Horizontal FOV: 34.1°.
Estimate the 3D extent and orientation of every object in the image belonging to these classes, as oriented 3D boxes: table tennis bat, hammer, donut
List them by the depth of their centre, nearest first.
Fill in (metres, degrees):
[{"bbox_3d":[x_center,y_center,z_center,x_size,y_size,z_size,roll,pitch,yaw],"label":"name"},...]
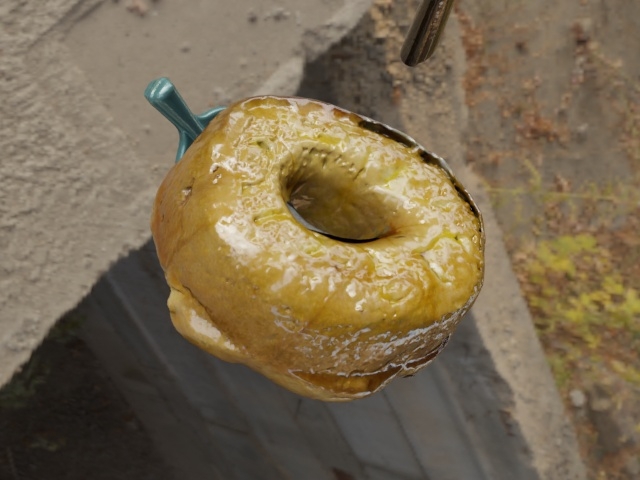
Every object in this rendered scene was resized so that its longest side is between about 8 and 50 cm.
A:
[{"bbox_3d":[0.000,0.000,0.999,0.317,0.150,0.299,-16,65,-34],"label":"donut"},{"bbox_3d":[-0.128,-0.105,1.135,0.124,0.033,0.201,-57,141,-16],"label":"table tennis bat"},{"bbox_3d":[0.184,-0.372,1.420,0.242,0.095,0.409,-53,171,-24],"label":"hammer"}]
